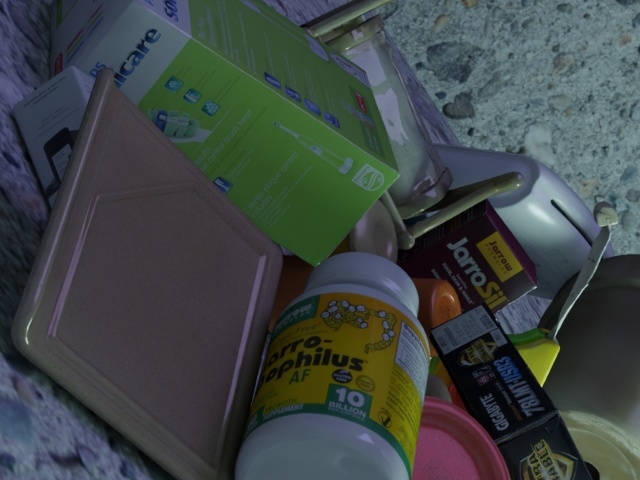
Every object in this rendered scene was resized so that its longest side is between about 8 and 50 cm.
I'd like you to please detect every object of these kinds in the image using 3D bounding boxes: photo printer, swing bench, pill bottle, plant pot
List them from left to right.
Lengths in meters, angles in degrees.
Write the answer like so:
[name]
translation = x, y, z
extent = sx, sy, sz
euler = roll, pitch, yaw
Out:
[pill bottle]
translation = 0.015, 0.104, 1.172
extent = 0.117, 0.118, 0.208
euler = 51, 31, -25
[swing bench]
translation = 0.063, -0.134, 1.820
extent = 0.253, 0.165, 0.255
euler = 64, -15, -7
[photo printer]
translation = 0.247, -0.024, 2.288
extent = 0.308, 0.107, 0.256
euler = 11, -27, 47
[plant pot]
translation = 0.379, 0.219, 2.091
extent = 0.323, 0.323, 0.280
euler = 55, 40, -5

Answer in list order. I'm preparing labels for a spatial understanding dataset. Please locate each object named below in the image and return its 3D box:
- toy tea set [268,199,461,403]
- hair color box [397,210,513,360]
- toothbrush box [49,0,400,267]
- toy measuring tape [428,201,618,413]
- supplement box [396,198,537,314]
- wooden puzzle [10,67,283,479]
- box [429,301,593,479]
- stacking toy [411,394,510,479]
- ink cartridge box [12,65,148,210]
[toy tea set]
translation = 0.022, 0.076, 1.605
extent = 0.336, 0.124, 0.200
euler = 49, 43, -45
[hair color box]
translation = 0.115, 0.015, 2.045
extent = 0.174, 0.105, 0.347
euler = 43, 18, -47
[toothbrush box]
translation = -0.087, -0.134, 1.451
extent = 0.283, 0.122, 0.206
euler = 33, 22, -26
[toy measuring tape]
translation = 0.191, 0.094, 1.735
extent = 0.121, 0.330, 0.121
euler = 24, 9, -4
[supplement box]
translation = 0.130, 0.049, 1.818
extent = 0.104, 0.188, 0.081
euler = 55, 13, -9
[wooden puzzle]
translation = -0.112, 0.037, 1.116
extent = 0.238, 0.044, 0.221
euler = 50, 39, -39
[box]
translation = 0.211, 0.231, 1.498
extent = 0.295, 0.073, 0.293
euler = 61, 4, -17
[stacking toy]
translation = 0.069, 0.289, 1.245
extent = 0.279, 0.130, 0.309
euler = -21, 71, -46
[ink cartridge box]
translation = -0.154, -0.039, 1.237
extent = 0.109, 0.063, 0.150
euler = 35, 25, -57
